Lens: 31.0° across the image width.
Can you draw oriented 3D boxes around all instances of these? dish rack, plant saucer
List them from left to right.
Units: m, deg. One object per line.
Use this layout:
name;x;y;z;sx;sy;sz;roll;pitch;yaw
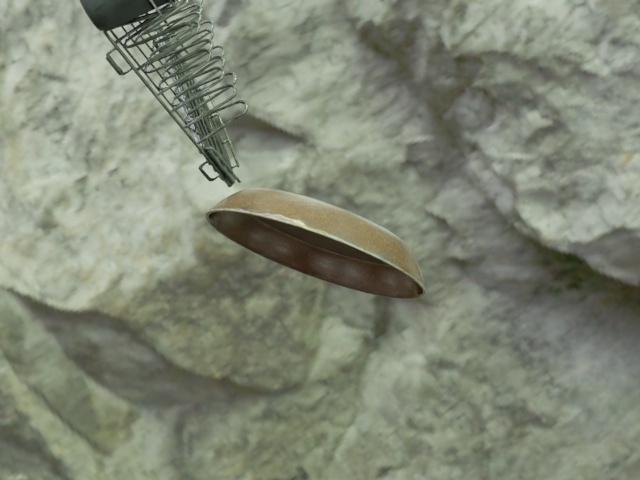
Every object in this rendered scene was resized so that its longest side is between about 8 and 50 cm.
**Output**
dish rack;-0.128;-0.177;0.957;0.271;0.074;0.208;55;10;-51
plant saucer;0.000;0.000;0.835;0.168;0.029;0.168;19;-10;4
